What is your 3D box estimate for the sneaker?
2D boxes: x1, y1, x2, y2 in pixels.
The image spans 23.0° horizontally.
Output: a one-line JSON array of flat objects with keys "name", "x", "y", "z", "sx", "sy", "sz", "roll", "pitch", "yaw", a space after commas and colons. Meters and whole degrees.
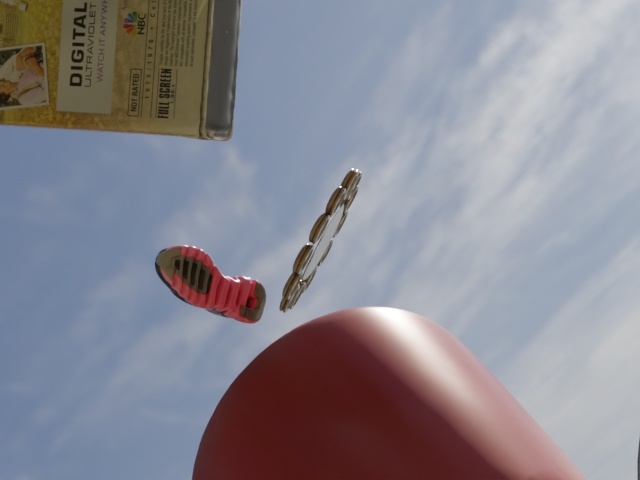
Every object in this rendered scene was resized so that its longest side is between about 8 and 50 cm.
[{"name": "sneaker", "x": -0.102, "y": 0.039, "z": 1.333, "sx": 0.119, "sy": 0.057, "sz": 0.047, "roll": 33, "pitch": -111, "yaw": -41}]

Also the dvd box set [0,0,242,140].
[{"name": "dvd box set", "x": -0.258, "y": -0.235, "z": 1.164, "sx": 0.062, "sy": 0.421, "sz": 0.307, "roll": 1, "pitch": -87, "yaw": -73}]

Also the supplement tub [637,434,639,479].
[{"name": "supplement tub", "x": 0.329, "y": 0.118, "z": 0.761, "sx": 0.316, "sy": 0.228, "sz": 0.228, "roll": 8, "pitch": -50, "yaw": -44}]

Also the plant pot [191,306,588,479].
[{"name": "plant pot", "x": 0.078, "y": 0.213, "z": 1.151, "sx": 0.275, "sy": 0.243, "sz": 0.274, "roll": -11, "pitch": -67, "yaw": -27}]

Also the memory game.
[{"name": "memory game", "x": 0.000, "y": 0.000, "z": 1.790, "sx": 0.186, "sy": 0.012, "sz": 0.186, "roll": -60, "pitch": -6, "yaw": -11}]
